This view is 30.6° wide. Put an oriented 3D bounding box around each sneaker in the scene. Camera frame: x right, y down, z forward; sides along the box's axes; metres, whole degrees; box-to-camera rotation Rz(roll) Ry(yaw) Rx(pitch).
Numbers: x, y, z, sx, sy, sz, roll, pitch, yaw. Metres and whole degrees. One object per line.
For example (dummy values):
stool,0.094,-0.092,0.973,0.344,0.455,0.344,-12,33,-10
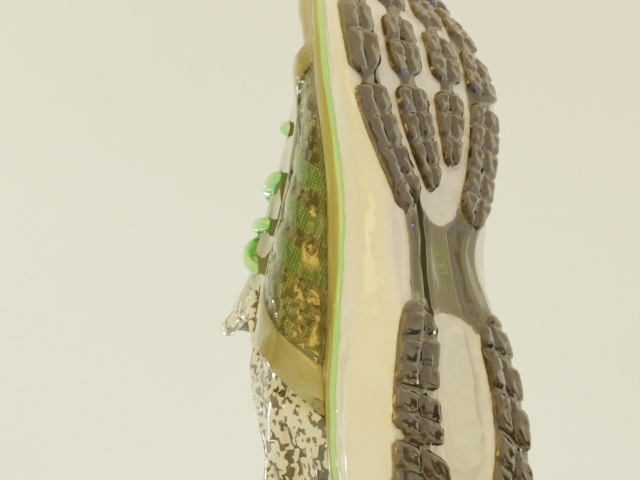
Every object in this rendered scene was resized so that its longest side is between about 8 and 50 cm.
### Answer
sneaker,0.000,0.000,0.697,0.182,0.410,0.158,-18,-27,36
